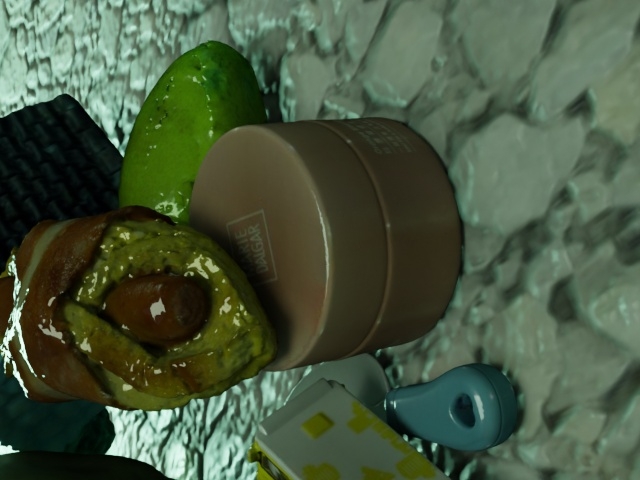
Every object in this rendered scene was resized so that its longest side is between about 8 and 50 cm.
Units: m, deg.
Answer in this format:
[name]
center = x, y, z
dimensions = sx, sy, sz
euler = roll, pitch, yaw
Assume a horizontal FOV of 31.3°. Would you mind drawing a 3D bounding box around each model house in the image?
[model house]
center = -0.219, 0.012, 0.959
dimensions = 0.241, 0.226, 0.261
euler = -44, 59, 4

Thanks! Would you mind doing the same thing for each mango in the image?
[mango]
center = -0.082, -0.051, 0.806
dimensions = 0.119, 0.100, 0.178
euler = 9, 90, 48

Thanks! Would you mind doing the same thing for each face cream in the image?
[face cream]
center = 0.000, 0.000, 0.704
dimensions = 0.149, 0.104, 0.149
euler = 13, 106, 51

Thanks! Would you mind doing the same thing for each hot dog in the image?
[hot dog]
center = -0.142, 0.042, 0.701
dimensions = 0.261, 0.093, 0.123
euler = -7, 70, 38

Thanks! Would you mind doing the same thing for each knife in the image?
[knife]
center = 0.037, 0.102, 0.745
dimensions = 0.244, 0.032, 0.058
euler = -7, 96, 57

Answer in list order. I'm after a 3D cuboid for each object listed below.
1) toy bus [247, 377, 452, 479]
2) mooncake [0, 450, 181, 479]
[toy bus]
center = 0.052, 0.180, 0.669
dimensions = 0.226, 0.081, 0.074
euler = 39, 150, 36
[mooncake]
center = -0.191, 0.313, 0.802
dimensions = 0.187, 0.351, 0.351
euler = -3, 94, 31
